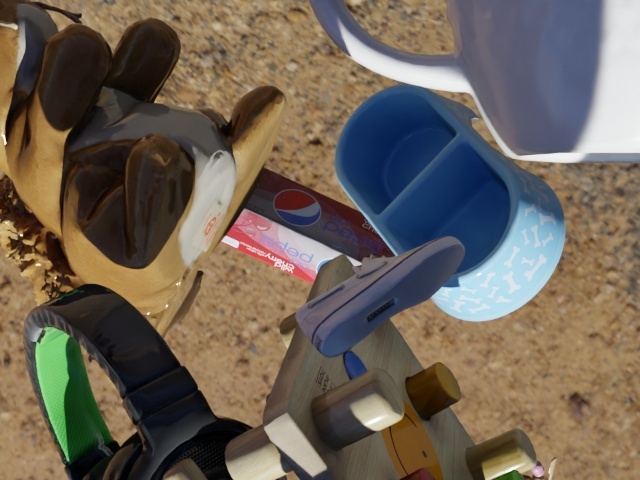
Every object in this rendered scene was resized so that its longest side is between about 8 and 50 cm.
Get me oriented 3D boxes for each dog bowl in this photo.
[{"bbox_3d":[0.119,-0.051,1.048,0.166,0.297,0.074,-46,139,12],"label":"dog bowl"}]

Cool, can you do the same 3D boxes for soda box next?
[{"bbox_3d":[0.000,0.000,1.368,0.263,0.092,0.083,25,136,1],"label":"soda box"}]

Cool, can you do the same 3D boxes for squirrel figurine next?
[{"bbox_3d":[-0.288,-0.074,1.137,0.371,0.281,0.396,28,125,11],"label":"squirrel figurine"}]

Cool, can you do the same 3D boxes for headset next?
[{"bbox_3d":[-0.094,0.207,0.806,0.185,0.394,0.243,-25,169,-32],"label":"headset"}]

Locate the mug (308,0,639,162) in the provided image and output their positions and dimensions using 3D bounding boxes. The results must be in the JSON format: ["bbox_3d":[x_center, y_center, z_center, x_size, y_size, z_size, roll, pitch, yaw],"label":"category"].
[{"bbox_3d":[0.168,-0.220,0.713,0.374,0.276,0.327,1,92,13],"label":"mug"}]

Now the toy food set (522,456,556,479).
[{"bbox_3d":[0.315,0.375,1.567,0.122,0.019,0.077,-22,128,-39],"label":"toy food set"}]

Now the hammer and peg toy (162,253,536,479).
[{"bbox_3d":[0.048,0.174,0.713,0.127,0.361,0.266,-29,104,20],"label":"hammer and peg toy"}]

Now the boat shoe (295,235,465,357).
[{"bbox_3d":[0.031,0.022,0.543,0.100,0.035,0.035,-34,144,-16],"label":"boat shoe"}]
